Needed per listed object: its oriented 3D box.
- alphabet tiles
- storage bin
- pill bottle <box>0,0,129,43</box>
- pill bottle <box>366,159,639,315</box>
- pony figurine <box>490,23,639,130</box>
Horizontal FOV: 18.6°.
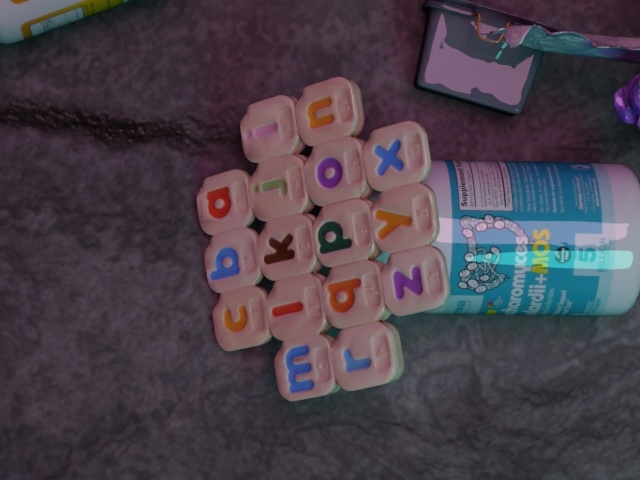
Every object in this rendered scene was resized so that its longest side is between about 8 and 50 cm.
[{"bbox_3d":[0.000,0.000,1.795,0.278,0.021,0.284,-15,80,38],"label":"alphabet tiles"},{"bbox_3d":[0.155,-0.177,1.891,0.135,0.098,0.091,15,91,-2],"label":"storage bin"},{"bbox_3d":[-0.268,-0.267,1.844,0.246,0.136,0.136,-21,84,-7],"label":"pill bottle"},{"bbox_3d":[0.163,-0.002,1.834,0.264,0.146,0.146,0,81,-4],"label":"pill bottle"},{"bbox_3d":[0.375,-0.159,1.807,0.303,0.351,0.363,-21,80,35],"label":"pony figurine"}]
